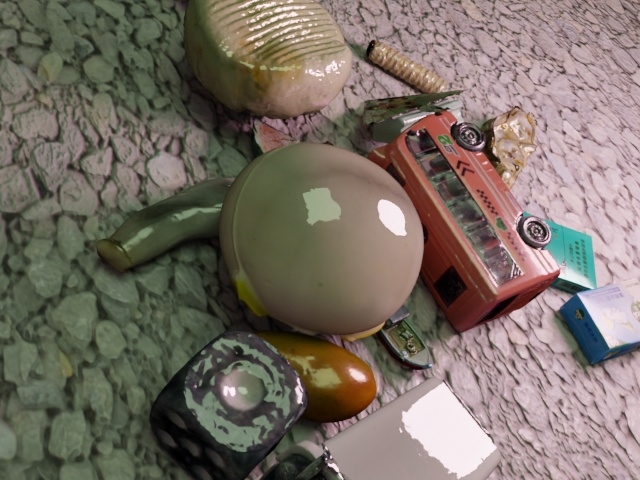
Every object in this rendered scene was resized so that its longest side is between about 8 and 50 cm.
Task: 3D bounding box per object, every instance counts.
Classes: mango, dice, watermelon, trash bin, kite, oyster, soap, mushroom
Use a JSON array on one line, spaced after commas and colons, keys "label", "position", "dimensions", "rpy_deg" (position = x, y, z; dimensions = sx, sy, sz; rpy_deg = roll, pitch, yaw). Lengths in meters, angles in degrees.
[{"label": "mango", "position": [-0.027, 0.228, 1.319], "dimensions": [0.254, 0.113, 0.138], "rpy_deg": [21, 58, -3]}, {"label": "dice", "position": [-0.140, 0.261, 1.202], "dimensions": [0.181, 0.183, 0.182], "rpy_deg": [44, 52, 8]}, {"label": "watermelon", "position": [-0.080, -0.171, 1.621], "dimensions": [0.139, 0.071, 0.187], "rpy_deg": [1, 48, -32]}, {"label": "trash bin", "position": [0.094, 0.370, 1.169], "dimensions": [0.368, 0.296, 0.255], "rpy_deg": [-25, 68, -41]}, {"label": "kite", "position": [0.191, -0.301, 1.757], "dimensions": [0.323, 0.013, 0.268], "rpy_deg": [-24, 26, -33]}, {"label": "oyster", "position": [0.457, -0.224, 1.892], "dimensions": [0.294, 0.094, 0.166], "rpy_deg": [-30, 90, -47]}, {"label": "soap", "position": [0.219, -0.276, 1.790], "dimensions": [0.198, 0.066, 0.119], "rpy_deg": [-22, 24, -35]}, {"label": "mushroom", "position": [-0.246, -0.038, 1.433], "dimensions": [0.351, 0.097, 0.109], "rpy_deg": [-23, 63, -31]}]

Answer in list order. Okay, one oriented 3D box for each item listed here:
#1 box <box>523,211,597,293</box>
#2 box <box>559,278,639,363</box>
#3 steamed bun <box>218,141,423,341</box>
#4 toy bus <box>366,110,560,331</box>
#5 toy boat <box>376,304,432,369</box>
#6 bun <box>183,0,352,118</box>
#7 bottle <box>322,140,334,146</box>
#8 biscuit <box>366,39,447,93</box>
[{"label": "box", "position": [0.507, 0.024, 1.748], "dimensions": [0.227, 0.042, 0.160], "rpy_deg": [19, 50, -11]}, {"label": "box", "position": [0.631, 0.171, 1.676], "dimensions": [0.194, 0.073, 0.139], "rpy_deg": [-10, 60, -29]}, {"label": "steamed bun", "position": [0.004, 0.000, 1.362], "dimensions": [0.374, 0.334, 0.333], "rpy_deg": [21, 49, -29]}, {"label": "toy bus", "position": [0.271, -0.041, 1.592], "dimensions": [0.233, 0.203, 0.426], "rpy_deg": [-20, 68, -28]}, {"label": "toy boat", "position": [0.150, 0.174, 1.471], "dimensions": [0.069, 0.058, 0.172], "rpy_deg": [-21, 67, -34]}, {"label": "bun", "position": [-0.123, -0.394, 1.658], "dimensions": [0.365, 0.219, 0.365], "rpy_deg": [12, 49, -14]}, {"label": "bottle", "position": [0.020, -0.171, 1.672], "dimensions": [0.047, 0.063, 0.101], "rpy_deg": [-12, 55, 2]}, {"label": "biscuit", "position": [0.211, -0.424, 1.934], "dimensions": [0.219, 0.055, 0.061], "rpy_deg": [29, 33, -2]}]
